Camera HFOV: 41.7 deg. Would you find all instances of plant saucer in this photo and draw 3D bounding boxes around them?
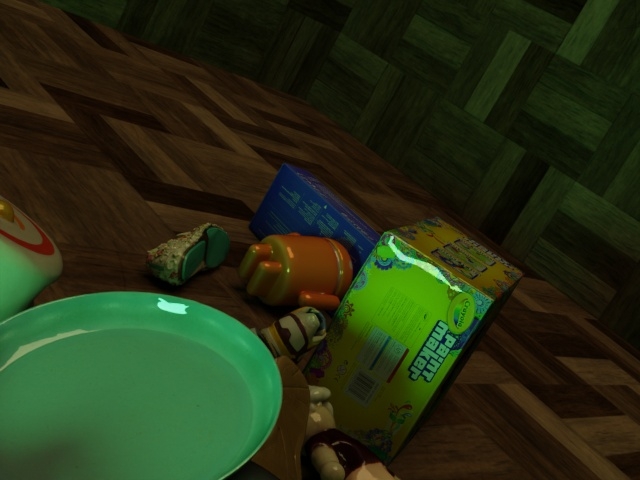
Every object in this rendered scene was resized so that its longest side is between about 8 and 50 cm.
[{"bbox_3d":[-0.196,0.152,0.808,0.317,0.044,0.318,5,30,-3],"label":"plant saucer"}]

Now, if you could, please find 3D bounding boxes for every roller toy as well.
[{"bbox_3d":[-0.392,0.013,0.924,0.209,0.146,0.191,40,1,24],"label":"roller toy"}]

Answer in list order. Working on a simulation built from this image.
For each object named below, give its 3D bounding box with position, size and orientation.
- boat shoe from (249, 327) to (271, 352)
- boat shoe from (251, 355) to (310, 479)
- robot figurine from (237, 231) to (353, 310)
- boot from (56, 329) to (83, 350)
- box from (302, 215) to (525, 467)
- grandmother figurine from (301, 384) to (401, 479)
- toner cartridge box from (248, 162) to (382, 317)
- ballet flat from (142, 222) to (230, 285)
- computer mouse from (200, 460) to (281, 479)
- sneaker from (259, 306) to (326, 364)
[{"bbox_3d":[-0.104,0.169,1.175,0.065,0.083,0.183,63,0,19],"label":"boat shoe"},{"bbox_3d":[-0.080,0.249,0.932,0.098,0.096,0.277,56,25,-23],"label":"boat shoe"},{"bbox_3d":[-0.035,0.052,1.488,0.219,0.128,0.158,3,2,-36],"label":"robot figurine"},{"bbox_3d":[-0.203,0.162,0.988,0.178,0.085,0.236,35,18,7],"label":"boot"},{"bbox_3d":[0.138,0.137,1.267,0.177,0.290,0.279,34,18,15],"label":"box"},{"bbox_3d":[0.048,0.293,1.010,0.342,0.104,0.208,40,-9,41],"label":"grandmother figurine"},{"bbox_3d":[0.000,0.000,1.676,0.075,0.165,0.348,13,23,-44],"label":"toner cartridge box"},{"bbox_3d":[-0.223,0.015,1.411,0.077,0.091,0.241,9,9,11],"label":"ballet flat"},{"bbox_3d":[-0.138,0.243,0.757,0.262,0.060,0.184,26,38,10],"label":"computer mouse"},{"bbox_3d":[-0.028,0.132,1.172,0.070,0.083,0.185,63,0,4],"label":"sneaker"}]
